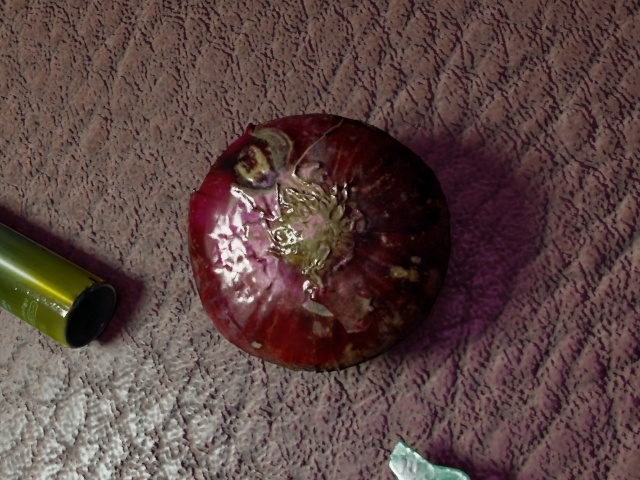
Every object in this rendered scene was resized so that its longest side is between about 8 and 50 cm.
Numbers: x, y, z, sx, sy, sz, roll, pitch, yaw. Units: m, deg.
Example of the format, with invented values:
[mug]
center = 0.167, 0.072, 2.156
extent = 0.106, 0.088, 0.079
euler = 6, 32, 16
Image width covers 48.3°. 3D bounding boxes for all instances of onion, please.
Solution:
[onion]
center = 0.000, 0.000, 0.674
extent = 0.246, 0.190, 0.247
euler = 0, 91, 0

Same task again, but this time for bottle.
[bottle]
center = -0.364, 0.021, 0.797
extent = 0.286, 0.082, 0.082
euler = 26, 81, 18

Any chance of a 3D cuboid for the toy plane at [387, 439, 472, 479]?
[toy plane]
center = 0.029, 0.368, 0.614
extent = 0.155, 0.106, 0.382
euler = 33, 88, 30
